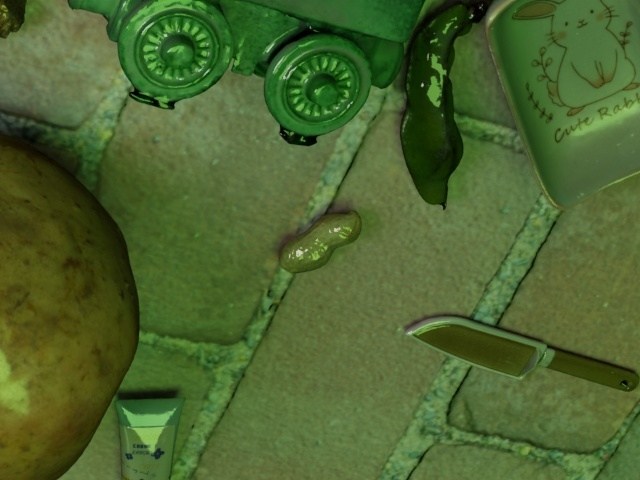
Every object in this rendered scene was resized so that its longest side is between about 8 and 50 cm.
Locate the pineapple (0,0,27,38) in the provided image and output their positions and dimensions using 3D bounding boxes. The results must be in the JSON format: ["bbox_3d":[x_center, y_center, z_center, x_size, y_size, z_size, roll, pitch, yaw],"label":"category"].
[{"bbox_3d":[-0.284,-0.163,1.256,0.124,0.058,0.058,-17,127,14],"label":"pineapple"}]

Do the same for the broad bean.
[{"bbox_3d":[0.095,-0.110,1.388,0.061,0.046,0.195,3,121,-13],"label":"broad bean"}]

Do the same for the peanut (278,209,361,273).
[{"bbox_3d":[0.000,0.000,1.442,0.083,0.037,0.037,-37,125,21],"label":"peanut"}]

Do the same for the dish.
[{"bbox_3d":[0.221,-0.145,1.378,0.151,0.077,0.212,-23,126,3],"label":"dish"}]

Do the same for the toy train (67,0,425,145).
[{"bbox_3d":[-0.045,-0.193,1.234,0.266,0.145,0.201,13,116,-23],"label":"toy train"}]

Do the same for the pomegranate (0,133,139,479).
[{"bbox_3d":[-0.268,0.057,1.268,0.281,0.281,0.281,-7,125,-10],"label":"pomegranate"}]

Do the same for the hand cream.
[{"bbox_3d":[-0.160,0.216,1.540,0.065,0.043,0.170,-2,121,-14],"label":"hand cream"}]

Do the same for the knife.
[{"bbox_3d":[0.193,0.114,1.578,0.256,0.022,0.046,17,121,-24],"label":"knife"}]
